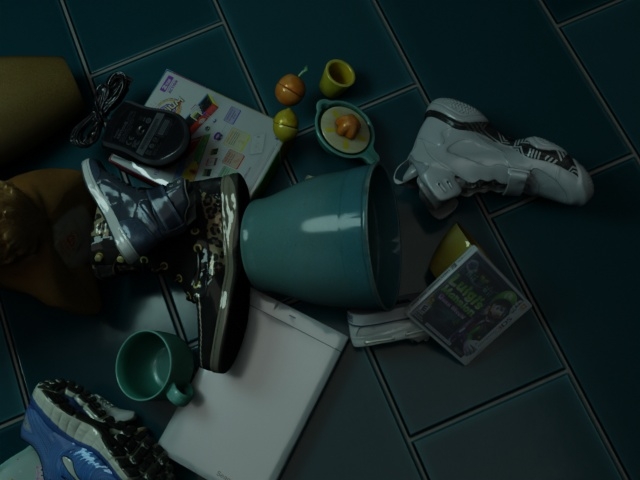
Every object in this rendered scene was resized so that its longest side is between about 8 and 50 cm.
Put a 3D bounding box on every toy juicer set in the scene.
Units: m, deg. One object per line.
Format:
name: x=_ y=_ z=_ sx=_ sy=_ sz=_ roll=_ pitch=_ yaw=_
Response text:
toy juicer set: x=0.016 y=-0.217 z=1.267 sx=0.209 sy=0.089 sz=0.328 roll=-11 pitch=74 yaw=-28

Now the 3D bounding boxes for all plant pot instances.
plant pot: x=-0.644 y=-0.293 z=1.320 sx=0.254 sy=0.237 sz=0.237 roll=-26 pitch=74 yaw=-18
plant pot: x=0.000 y=0.000 z=1.173 sx=0.255 sy=0.272 sz=0.271 roll=-4 pitch=74 yaw=19
plant pot: x=0.268 y=0.046 z=1.206 sx=0.095 sy=0.134 sz=0.134 roll=-40 pitch=75 yaw=16

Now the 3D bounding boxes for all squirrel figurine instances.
squirrel figurine: x=-0.637 y=-0.009 z=1.148 sx=0.371 sy=0.397 sz=0.280 roll=1 pitch=84 yaw=16

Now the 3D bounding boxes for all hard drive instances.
hard drive: x=-0.127 y=0.291 z=1.201 sx=0.233 sy=0.047 sz=0.353 roll=26 pitch=79 yaw=11

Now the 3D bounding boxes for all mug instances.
mug: x=-0.303 y=0.251 z=1.187 sx=0.130 sy=0.097 sz=0.157 roll=-23 pitch=69 yaw=17

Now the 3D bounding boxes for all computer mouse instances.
computer mouse: x=-0.364 y=-0.224 z=1.282 sx=0.272 sy=0.072 sz=0.188 roll=26 pitch=80 yaw=23

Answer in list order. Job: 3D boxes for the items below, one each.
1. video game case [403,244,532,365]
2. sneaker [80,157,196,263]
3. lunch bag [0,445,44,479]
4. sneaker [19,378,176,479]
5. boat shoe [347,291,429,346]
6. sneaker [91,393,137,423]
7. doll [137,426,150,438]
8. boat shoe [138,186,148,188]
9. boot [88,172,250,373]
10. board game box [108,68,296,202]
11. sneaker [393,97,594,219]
video game case: x=0.273 y=0.124 z=1.147 sx=0.173 sy=0.022 sz=0.190 roll=-45 pitch=118 yaw=8
sneaker: x=-0.318 y=-0.086 z=1.120 sx=0.163 sy=0.086 sz=0.226 roll=-32 pitch=69 yaw=-7
lunch bag: x=-0.531 y=0.524 z=1.114 sx=0.223 sy=0.160 sz=0.262 roll=38 pitch=66 yaw=17
sneaker: x=-0.402 y=0.397 z=1.123 sx=0.330 sy=0.130 sz=0.147 roll=35 pitch=100 yaw=13
boat shoe: x=0.179 y=0.153 z=1.203 sx=0.258 sy=0.095 sz=0.084 roll=-6 pitch=105 yaw=-2
sneaker: x=-0.430 y=0.328 z=1.210 sx=0.152 sy=0.053 sz=0.061 roll=0 pitch=72 yaw=5
doll: x=-0.349 y=0.453 z=1.173 sx=0.129 sy=0.046 sz=0.188 roll=-14 pitch=71 yaw=1
boat shoe: x=-0.387 y=-0.040 z=1.310 sx=0.049 sy=0.056 sz=0.152 roll=23 pitch=85 yaw=36
boot: x=-0.281 y=0.056 z=1.182 sx=0.284 sy=0.138 sz=0.377 roll=0 pitch=79 yaw=6
board game box: x=-0.247 y=-0.195 z=1.330 sx=0.317 sy=0.064 sz=0.242 roll=27 pitch=79 yaw=11
sneaker: x=0.329 y=-0.117 z=1.235 sx=0.366 sy=0.137 sz=0.210 roll=32 pitch=80 yaw=17
